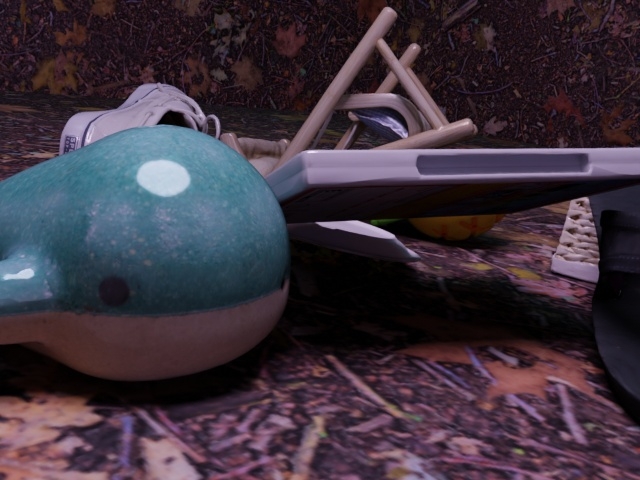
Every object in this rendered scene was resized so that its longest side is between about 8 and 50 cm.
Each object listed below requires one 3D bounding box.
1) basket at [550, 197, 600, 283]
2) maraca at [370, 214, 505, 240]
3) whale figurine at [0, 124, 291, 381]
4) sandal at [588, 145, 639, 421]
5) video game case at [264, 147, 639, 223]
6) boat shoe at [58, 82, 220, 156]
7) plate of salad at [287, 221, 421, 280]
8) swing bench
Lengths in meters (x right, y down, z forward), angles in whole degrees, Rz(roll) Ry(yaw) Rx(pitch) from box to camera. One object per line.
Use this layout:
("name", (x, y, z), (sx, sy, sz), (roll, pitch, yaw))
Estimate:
("basket", (0.353, -0.005, 0.790), (0.167, 0.103, 0.113), (14, 16, 24))
("maraca", (0.152, -0.046, 0.887), (0.186, 0.099, 0.127), (-15, -3, 29))
("whale figurine", (-0.153, -0.007, 0.455), (0.272, 0.141, 0.216), (7, 14, 11))
("sandal", (0.270, -0.005, 0.536), (0.168, 0.107, 0.445), (-20, 20, 19))
("video game case", (0.088, -0.040, 0.566), (0.285, 0.025, 0.204), (-3, -5, -21))
("boat shoe", (-0.218, -0.151, 1.039), (0.157, 0.135, 0.367), (9, 16, 7))
("plate of salad", (0.000, 0.000, 0.710), (0.200, 0.048, 0.200), (16, 7, -2))
("swing bench", (0.048, -0.129, 0.910), (0.255, 0.165, 0.253), (-35, -2, 15))
